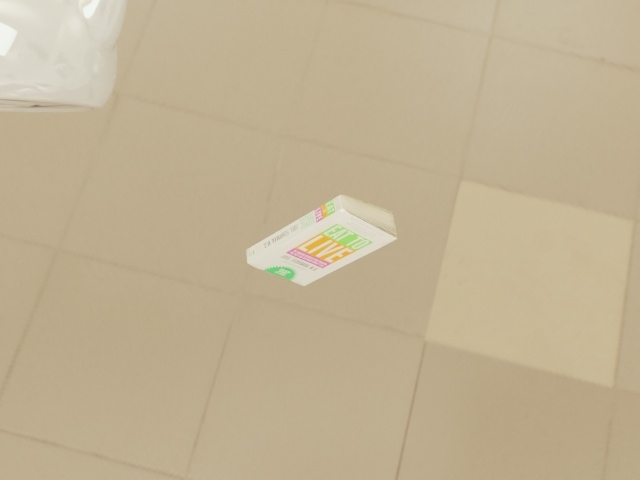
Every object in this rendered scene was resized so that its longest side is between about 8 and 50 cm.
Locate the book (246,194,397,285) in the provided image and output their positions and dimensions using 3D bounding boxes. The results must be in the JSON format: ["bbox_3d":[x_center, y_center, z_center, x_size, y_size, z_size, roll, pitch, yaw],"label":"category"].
[{"bbox_3d":[0.000,0.000,1.180,0.144,0.096,0.035,-30,55,32],"label":"book"}]

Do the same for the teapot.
[{"bbox_3d":[-0.314,-0.218,0.979,0.256,0.252,0.187,-2,94,-30],"label":"teapot"}]
